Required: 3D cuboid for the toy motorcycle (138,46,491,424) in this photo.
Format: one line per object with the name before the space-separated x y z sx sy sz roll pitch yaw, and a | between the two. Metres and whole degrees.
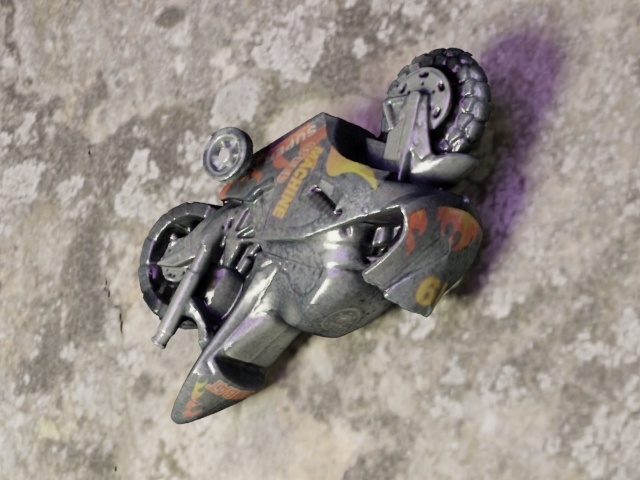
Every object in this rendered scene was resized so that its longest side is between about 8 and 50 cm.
toy motorcycle | 0.000 0.000 1.270 0.307 0.108 0.173 -33 58 27
